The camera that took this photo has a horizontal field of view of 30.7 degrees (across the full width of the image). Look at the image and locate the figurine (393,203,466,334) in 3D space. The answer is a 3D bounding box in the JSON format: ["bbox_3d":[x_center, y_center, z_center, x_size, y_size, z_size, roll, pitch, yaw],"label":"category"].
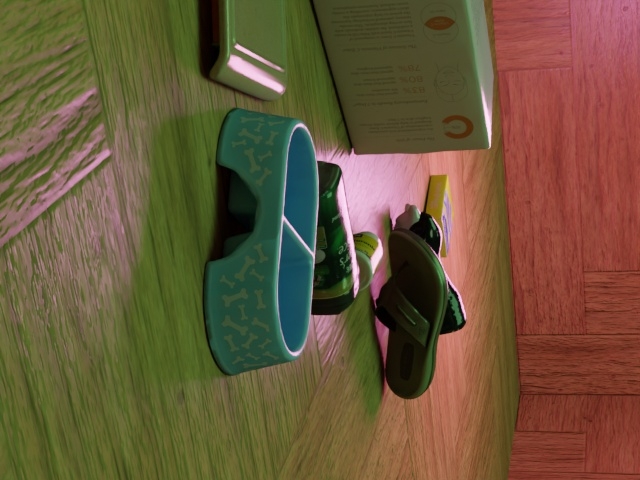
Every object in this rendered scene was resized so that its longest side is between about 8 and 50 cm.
[{"bbox_3d":[0.182,0.041,2.059,0.215,0.092,0.210,-129,-150,-78],"label":"figurine"}]

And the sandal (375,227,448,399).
[{"bbox_3d":[0.141,0.130,1.936,0.086,0.120,0.303,-13,111,-39],"label":"sandal"}]

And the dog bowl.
[{"bbox_3d":[-0.057,-0.003,1.259,0.166,0.074,0.297,54,37,-65],"label":"dog bowl"}]

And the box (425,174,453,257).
[{"bbox_3d":[0.253,-0.047,2.497,0.178,0.042,0.109,-75,158,-49],"label":"box"}]

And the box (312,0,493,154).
[{"bbox_3d":[0.130,-0.304,1.719,0.345,0.215,0.168,72,22,-48],"label":"box"}]

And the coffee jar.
[{"bbox_3d":[0.000,0.000,1.462,0.096,0.079,0.184,-70,154,-54],"label":"coffee jar"}]

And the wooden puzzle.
[{"bbox_3d":[-0.080,-0.282,1.276,0.221,0.044,0.239,2,91,-76],"label":"wooden puzzle"}]

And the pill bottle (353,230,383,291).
[{"bbox_3d":[0.056,0.027,1.698,0.116,0.065,0.065,-54,140,-67],"label":"pill bottle"}]
